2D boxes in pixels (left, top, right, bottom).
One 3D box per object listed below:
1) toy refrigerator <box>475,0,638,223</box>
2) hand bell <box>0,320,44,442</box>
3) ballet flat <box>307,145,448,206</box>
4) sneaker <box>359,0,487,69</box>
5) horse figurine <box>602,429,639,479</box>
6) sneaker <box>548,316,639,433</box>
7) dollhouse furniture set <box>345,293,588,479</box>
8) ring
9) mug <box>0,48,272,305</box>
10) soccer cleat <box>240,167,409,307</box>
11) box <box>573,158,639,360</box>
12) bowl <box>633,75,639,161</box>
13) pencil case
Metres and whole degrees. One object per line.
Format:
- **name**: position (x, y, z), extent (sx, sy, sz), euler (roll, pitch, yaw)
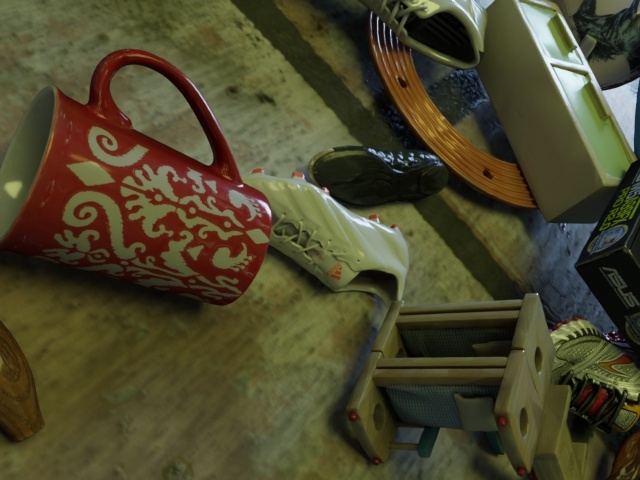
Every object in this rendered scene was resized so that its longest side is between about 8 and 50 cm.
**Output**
- **toy refrigerator**: position (0.275, -0.159, 0.950), extent (0.102, 0.094, 0.270), euler (0, 61, -39)
- **hand bell**: position (-0.230, 0.011, 0.471), extent (0.126, 0.126, 0.242), euler (-35, 98, -47)
- **ballet flat**: position (0.054, -0.064, 0.792), extent (0.173, 0.049, 0.058), euler (0, 107, -39)
- **sneaker**: position (0.088, -0.271, 0.874), extent (0.258, 0.094, 0.091), euler (20, 46, -27)
- **horse figurine**: position (0.377, 0.261, 0.810), extent (0.263, 0.066, 0.175), euler (33, 52, -21)
- **sneaker**: position (0.267, 0.134, 0.775), extent (0.225, 0.088, 0.093), euler (7, 42, -35)
- **dollhouse furniture set**: position (0.127, 0.157, 0.660), extent (0.184, 0.129, 0.129), euler (65, 36, -29)
- **ring**: position (0.186, -0.179, 0.982), extent (0.336, 0.032, 0.337), euler (20, 51, -27)
- **mug**: position (-0.116, -0.032, 0.550), extent (0.169, 0.150, 0.113), euler (23, 35, -32)
- **soccer cleat**: position (0.000, 0.000, 0.680), extent (0.196, 0.068, 0.076), euler (21, 53, -31)
- **box**: position (0.385, 0.064, 0.820), extent (0.270, 0.060, 0.216), euler (53, 46, -8)
- **bowl**: position (0.502, -0.112, 1.044), extent (0.391, 0.077, 0.391), euler (0, 90, -50)
- **pencil case**: position (0.331, -0.392, 1.075), extent (0.183, 0.159, 0.410), euler (-40, 108, -39)
